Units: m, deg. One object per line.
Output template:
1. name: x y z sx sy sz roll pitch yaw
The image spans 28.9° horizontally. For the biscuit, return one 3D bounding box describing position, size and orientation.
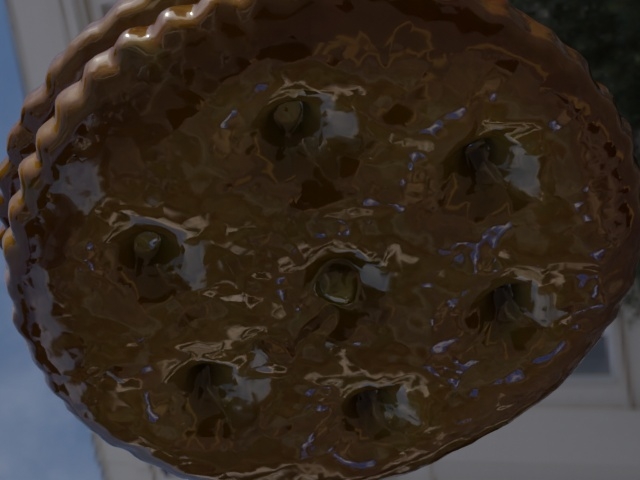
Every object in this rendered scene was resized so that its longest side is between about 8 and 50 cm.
1. biscuit: 0.000 0.000 0.428 0.066 0.220 0.220 -100 -16 -51
